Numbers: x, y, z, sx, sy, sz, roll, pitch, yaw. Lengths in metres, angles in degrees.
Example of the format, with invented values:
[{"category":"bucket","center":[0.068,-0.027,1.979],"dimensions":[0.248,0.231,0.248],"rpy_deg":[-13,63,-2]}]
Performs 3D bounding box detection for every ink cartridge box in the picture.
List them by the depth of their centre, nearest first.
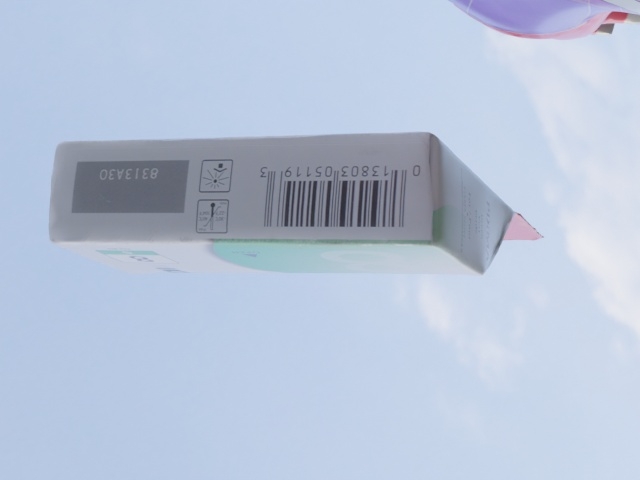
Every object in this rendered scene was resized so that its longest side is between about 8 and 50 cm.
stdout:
[{"category":"ink cartridge box","center":[0.000,0.000,0.738],"dimensions":[0.225,0.181,0.056],"rpy_deg":[34,-122,-66]}]

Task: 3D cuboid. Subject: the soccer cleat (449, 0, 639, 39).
[{"category":"soccer cleat","center":[0.059,-0.098,0.377],"dimensions":[0.095,0.248,0.083],"rpy_deg":[13,-90,-2]}]
